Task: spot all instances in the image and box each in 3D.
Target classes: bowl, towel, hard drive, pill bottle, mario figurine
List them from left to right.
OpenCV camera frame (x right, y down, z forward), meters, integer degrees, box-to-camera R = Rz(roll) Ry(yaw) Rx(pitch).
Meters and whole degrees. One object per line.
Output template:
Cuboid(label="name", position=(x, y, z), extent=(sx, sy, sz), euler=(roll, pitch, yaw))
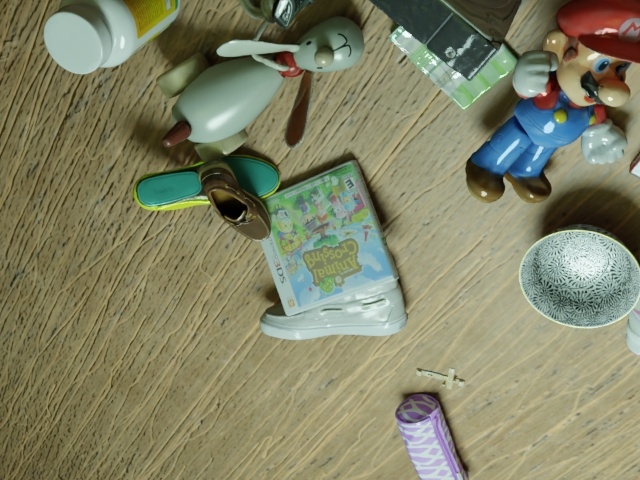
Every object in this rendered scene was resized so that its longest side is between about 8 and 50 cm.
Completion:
Cuboid(label="pill bottle", position=(-0.289, -0.311, 1.283), extent=(0.117, 0.208, 0.118), euler=(11, 127, 15))
Cuboid(label="hard drive", position=(0.086, -0.354, 1.079), extent=(0.339, 0.237, 0.064), euler=(38, 128, -4))
Cuboid(label="towel", position=(0.178, -0.257, 1.245), extent=(0.152, 0.023, 0.113), euler=(43, 129, -10))
Cuboid(label="mario figurine", position=(0.310, -0.157, 1.157), extent=(0.170, 0.198, 0.321), euler=(38, 134, 11))
Cuboid(label="bowl", position=(0.375, 0.036, 1.330), extent=(0.170, 0.080, 0.170), euler=(11, 126, 16))

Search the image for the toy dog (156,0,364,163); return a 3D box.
Cuboid(label="toy dog", position=(-0.110, -0.213, 1.308), extent=(0.220, 0.161, 0.333), euler=(40, 129, -8))

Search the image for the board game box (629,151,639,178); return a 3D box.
Cuboid(label="board game box", position=(0.565, -0.078, 1.204), extent=(0.281, 0.027, 0.145), euler=(29, 131, 2))

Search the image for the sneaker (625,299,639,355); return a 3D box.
Cuboid(label="sneaker", position=(0.540, 0.092, 1.286), extent=(0.252, 0.103, 0.111), euler=(-11, 120, 28))

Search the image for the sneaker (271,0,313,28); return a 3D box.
Cuboid(label="sneaker", position=(0.007, -0.344, 1.196), extent=(0.077, 0.072, 0.178), euler=(34, 103, -14))

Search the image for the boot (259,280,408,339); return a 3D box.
Cuboid(label="boot", position=(0.012, 0.089, 1.526), extent=(0.258, 0.095, 0.123), euler=(-5, 113, 18))

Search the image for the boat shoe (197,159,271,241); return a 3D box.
Cuboid(label="boat shoe", position=(-0.129, -0.047, 1.412), extent=(0.064, 0.060, 0.178), euler=(-24, 137, 13))

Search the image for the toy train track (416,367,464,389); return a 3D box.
Cuboid(label="toy train track", position=(0.204, 0.236, 1.585), extent=(0.083, 0.014, 0.048), euler=(13, 127, 15))

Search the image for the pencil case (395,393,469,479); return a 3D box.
Cuboid(label="pencil case", position=(0.199, 0.368, 1.630), extent=(0.088, 0.086, 0.206), euler=(19, 140, 56))

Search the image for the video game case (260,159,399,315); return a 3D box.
Cuboid(label="video game case", position=(0.000, 0.000, 1.449), extent=(0.212, 0.023, 0.193), euler=(-21, 88, 32))

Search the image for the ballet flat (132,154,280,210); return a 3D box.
Cuboid(label="ballet flat", position=(-0.181, -0.090, 1.469), extent=(0.230, 0.077, 0.077), euler=(-8, 90, -8))
